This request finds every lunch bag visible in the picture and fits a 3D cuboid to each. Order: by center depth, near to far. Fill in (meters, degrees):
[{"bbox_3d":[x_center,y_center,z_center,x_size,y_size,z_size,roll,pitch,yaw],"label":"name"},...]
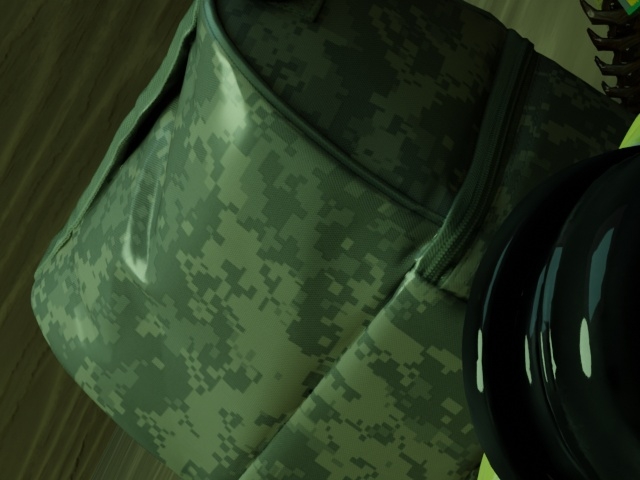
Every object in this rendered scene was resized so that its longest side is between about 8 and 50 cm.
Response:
[{"bbox_3d":[0.000,0.000,0.962,0.305,0.256,0.212,-52,12,43],"label":"lunch bag"}]

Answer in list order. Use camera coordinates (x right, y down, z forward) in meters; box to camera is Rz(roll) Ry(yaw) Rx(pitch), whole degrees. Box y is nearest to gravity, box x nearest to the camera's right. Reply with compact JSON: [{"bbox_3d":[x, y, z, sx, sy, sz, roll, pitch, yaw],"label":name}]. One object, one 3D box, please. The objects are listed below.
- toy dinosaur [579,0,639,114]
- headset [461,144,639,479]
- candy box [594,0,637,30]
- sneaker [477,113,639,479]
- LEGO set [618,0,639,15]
[{"bbox_3d":[0.099,-0.223,0.966,0.218,0.164,0.322,-16,80,45],"label":"toy dinosaur"},{"bbox_3d":[0.168,0.009,0.500,0.243,0.185,0.394,-44,33,49],"label":"headset"},{"bbox_3d":[0.174,-0.229,1.025,0.053,0.187,0.109,-13,-19,-30],"label":"candy box"},{"bbox_3d":[0.128,0.015,0.723,0.240,0.091,0.126,-60,8,9],"label":"sneaker"},{"bbox_3d":[0.188,-0.263,0.733,0.255,0.192,0.331,-36,-4,-15],"label":"LEGO set"}]
